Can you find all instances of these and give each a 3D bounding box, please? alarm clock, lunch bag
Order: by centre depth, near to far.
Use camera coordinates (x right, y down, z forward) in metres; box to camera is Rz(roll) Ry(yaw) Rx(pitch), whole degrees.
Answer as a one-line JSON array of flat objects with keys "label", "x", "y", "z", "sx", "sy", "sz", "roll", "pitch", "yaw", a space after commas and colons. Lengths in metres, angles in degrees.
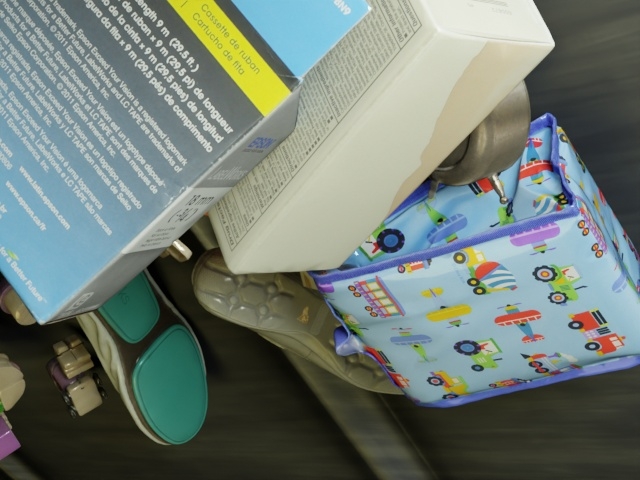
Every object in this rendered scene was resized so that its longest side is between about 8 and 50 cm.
[{"label": "alarm clock", "x": 0.111, "y": -0.129, "z": 0.975, "sx": 0.129, "sy": 0.064, "sz": 0.192, "roll": 24, "pitch": 124, "yaw": 49}, {"label": "lunch bag", "x": 0.142, "y": 0.053, "z": 1.098, "sx": 0.293, "sy": 0.138, "sz": 0.221, "roll": -25, "pitch": 128, "yaw": 21}]

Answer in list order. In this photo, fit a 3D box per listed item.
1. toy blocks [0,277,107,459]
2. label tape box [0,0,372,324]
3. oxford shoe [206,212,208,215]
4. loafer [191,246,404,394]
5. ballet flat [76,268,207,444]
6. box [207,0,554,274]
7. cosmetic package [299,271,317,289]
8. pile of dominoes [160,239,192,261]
[{"label": "toy blocks", "x": -0.541, "y": 0.160, "z": 1.737, "sx": 0.260, "sy": 0.309, "sz": 0.288, "roll": 39, "pitch": 150, "yaw": 43}, {"label": "label tape box", "x": -0.144, "y": -0.135, "z": 0.865, "sx": 0.333, "sy": 0.106, "sz": 0.240, "roll": -41, "pitch": 81, "yaw": 14}, {"label": "oxford shoe", "x": -0.120, "y": -0.095, "z": 1.189, "sx": 0.363, "sy": 0.130, "sz": 0.133, "roll": 18, "pitch": 115, "yaw": 20}, {"label": "loafer", "x": -0.001, "y": 0.089, "z": 1.378, "sx": 0.319, "sy": 0.112, "sz": 0.111, "roll": 28, "pitch": -176, "yaw": -14}, {"label": "ballet flat", "x": -0.261, "y": 0.119, "z": 1.563, "sx": 0.139, "sy": 0.139, "sz": 0.400, "roll": 6, "pitch": 139, "yaw": 24}, {"label": "box", "x": 0.023, "y": -0.113, "z": 0.928, "sx": 0.121, "sy": 0.148, "sz": 0.311, "roll": -1, "pitch": 149, "yaw": -37}, {"label": "cosmetic package", "x": 0.000, "y": 0.000, "z": 1.271, "sx": 0.041, "sy": 0.060, "sz": 0.115, "roll": 12, "pitch": 144, "yaw": 19}, {"label": "pile of dominoes", "x": -0.227, "y": -0.069, "z": 1.082, "sx": 0.251, "sy": 0.040, "sz": 0.196, "roll": 9, "pitch": 144, "yaw": 53}]
